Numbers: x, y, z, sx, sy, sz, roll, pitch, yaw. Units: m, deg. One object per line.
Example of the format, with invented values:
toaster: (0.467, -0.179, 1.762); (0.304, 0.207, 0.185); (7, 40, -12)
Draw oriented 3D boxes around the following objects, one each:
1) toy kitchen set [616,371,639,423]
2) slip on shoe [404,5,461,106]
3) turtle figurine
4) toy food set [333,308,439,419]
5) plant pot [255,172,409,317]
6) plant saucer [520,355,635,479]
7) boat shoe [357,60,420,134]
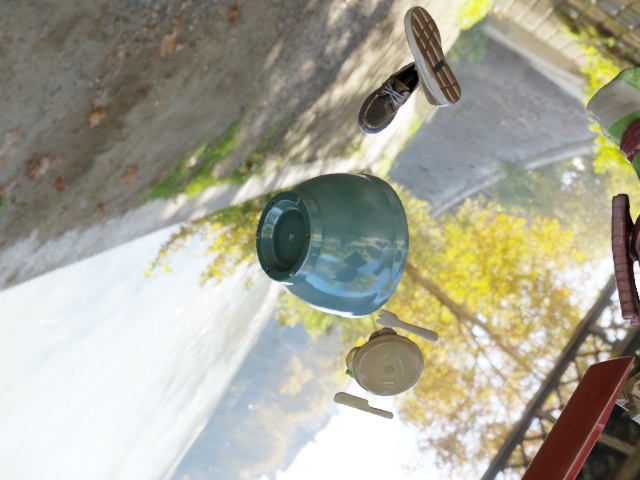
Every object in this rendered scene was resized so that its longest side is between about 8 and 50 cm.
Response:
toy kitchen set: (0.603, 0.287, 1.504); (0.075, 0.068, 0.083); (-47, -156, 29)
slip on shoe: (0.137, -0.235, 1.028); (0.051, 0.135, 0.041); (-42, -157, -28)
turtle figurine: (0.361, -0.059, 0.691); (0.266, 0.197, 0.275); (-98, -167, -47)
toy food set: (0.110, 0.208, 1.354); (0.192, 0.132, 0.038); (-63, -166, 19)
plant pot: (0.000, 0.000, 1.541); (0.196, 0.293, 0.293); (7, 128, -40)
plant saucer: (0.321, 0.294, 1.061); (0.259, 0.047, 0.258); (-51, 153, -22)
boat shoe: (0.135, -0.277, 1.485); (0.183, 0.066, 0.066); (-53, 180, -22)
